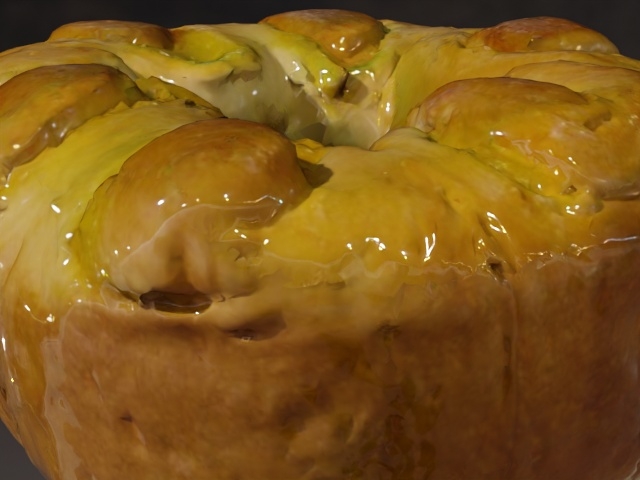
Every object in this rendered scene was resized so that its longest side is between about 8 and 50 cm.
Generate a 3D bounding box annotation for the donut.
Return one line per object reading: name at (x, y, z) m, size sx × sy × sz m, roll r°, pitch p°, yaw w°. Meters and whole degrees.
donut at (0.002, 0.000, 0.417) m, size 0.227 × 0.113 × 0.226 m, roll -2°, pitch 18°, yaw 1°
